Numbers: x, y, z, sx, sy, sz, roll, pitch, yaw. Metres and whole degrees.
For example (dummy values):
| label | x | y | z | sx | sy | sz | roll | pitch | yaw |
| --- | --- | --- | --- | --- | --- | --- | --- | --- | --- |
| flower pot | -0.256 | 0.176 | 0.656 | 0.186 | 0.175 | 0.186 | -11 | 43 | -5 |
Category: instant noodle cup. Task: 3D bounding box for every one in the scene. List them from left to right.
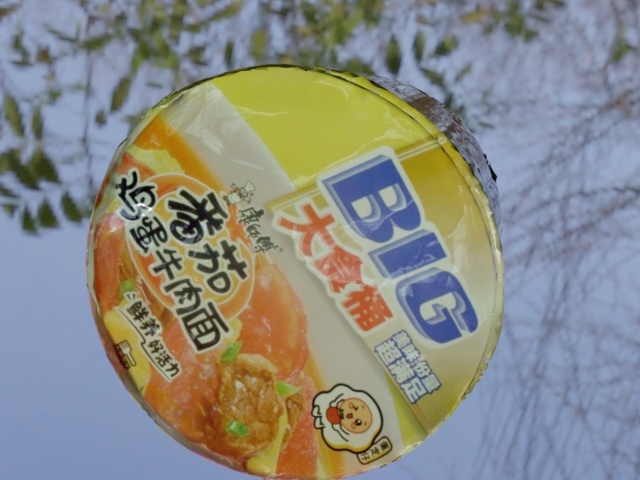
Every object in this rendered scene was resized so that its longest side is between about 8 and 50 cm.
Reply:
| label | x | y | z | sx | sy | sz | roll | pitch | yaw |
| --- | --- | --- | --- | --- | --- | --- | --- | --- | --- |
| instant noodle cup | 0.000 | 0.000 | 0.815 | 0.205 | 0.205 | 0.153 | 20 | -162 | 9 |
